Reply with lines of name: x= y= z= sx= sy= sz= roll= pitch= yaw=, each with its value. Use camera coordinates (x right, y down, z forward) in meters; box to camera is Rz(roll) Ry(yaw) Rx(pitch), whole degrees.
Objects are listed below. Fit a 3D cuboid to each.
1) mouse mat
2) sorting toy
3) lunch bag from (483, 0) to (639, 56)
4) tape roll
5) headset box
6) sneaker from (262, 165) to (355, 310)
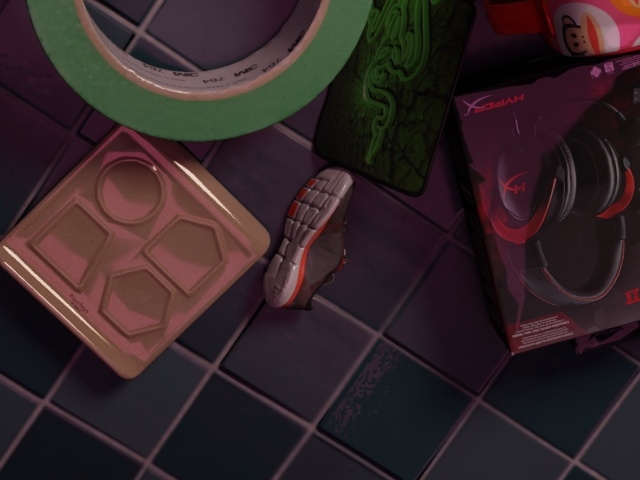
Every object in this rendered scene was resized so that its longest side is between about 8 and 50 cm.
mouse mat: x=0.067 y=-0.150 z=1.333 sx=0.007 sy=0.152 sz=0.190 roll=4 pitch=106 yaw=-48
sorting toy: x=-0.185 y=0.005 z=1.399 sx=0.208 sy=0.038 sz=0.193 roll=-45 pitch=102 yaw=3
lunch bag: x=0.265 y=-0.244 z=1.233 sx=0.258 sy=0.293 sz=0.120 roll=-20 pitch=108 yaw=1
tape roll: x=-0.111 y=-0.253 z=1.284 sx=0.321 sy=0.077 sz=0.321 roll=-5 pitch=113 yaw=-12
headset box: x=0.254 y=-0.035 z=1.373 sx=0.218 sy=0.110 sz=0.293 roll=-14 pitch=104 yaw=0
sneaker: x=0.000 y=0.000 z=1.405 sx=0.065 sy=0.061 sz=0.158 roll=21 pitch=104 yaw=-35
